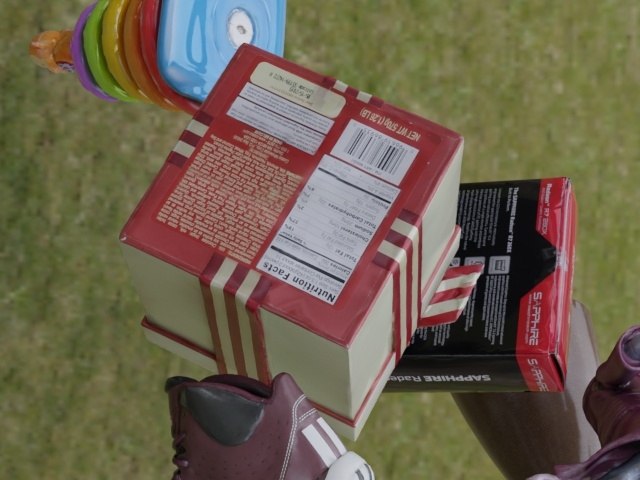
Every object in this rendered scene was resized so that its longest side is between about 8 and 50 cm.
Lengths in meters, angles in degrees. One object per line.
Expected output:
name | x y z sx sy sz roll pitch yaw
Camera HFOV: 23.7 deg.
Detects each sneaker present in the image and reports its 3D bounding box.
sneaker | -0.105 0.196 1.214 0.162 0.281 0.106 58 17 5

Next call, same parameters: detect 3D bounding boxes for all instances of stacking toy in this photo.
stacking toy | -0.195 -0.202 1.572 0.175 0.302 0.165 17 76 -52

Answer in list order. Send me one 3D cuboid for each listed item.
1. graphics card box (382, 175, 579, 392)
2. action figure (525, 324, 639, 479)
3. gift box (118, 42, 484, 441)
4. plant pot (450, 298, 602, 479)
graphics card box | 0.097 0.053 1.708 0.094 0.371 0.232 61 32 -52
action figure | 0.356 0.236 1.684 0.370 0.276 0.248 -98 163 -70
gift box | 0.000 0.000 1.366 0.276 0.255 0.258 -55 164 -22
plant pot | 0.284 0.225 1.965 0.215 0.215 0.230 42 25 -52
